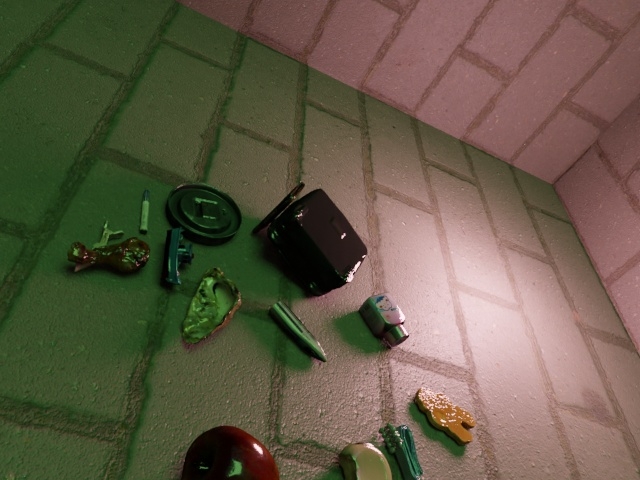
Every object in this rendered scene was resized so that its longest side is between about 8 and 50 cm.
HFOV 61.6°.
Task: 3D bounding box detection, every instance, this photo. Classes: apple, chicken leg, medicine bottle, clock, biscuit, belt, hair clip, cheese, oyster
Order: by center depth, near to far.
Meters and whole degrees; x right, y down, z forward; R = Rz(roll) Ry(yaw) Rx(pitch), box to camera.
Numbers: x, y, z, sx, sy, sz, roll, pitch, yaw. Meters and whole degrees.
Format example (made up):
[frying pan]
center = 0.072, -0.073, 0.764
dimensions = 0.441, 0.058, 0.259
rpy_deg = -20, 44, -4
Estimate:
[apple]
center = -0.215, 0.561, 1.268
dimensions = 0.234, 0.234, 0.233
rpy_deg = 20, 40, -18
[cheese]
center = 0.124, 0.702, 1.468
dimensions = 0.163, 0.082, 0.286
rpy_deg = 20, 40, -17
[chicken leg]
center = -0.624, 0.043, 1.598
dimensions = 0.252, 0.087, 0.107
rpy_deg = 4, 48, -44
[belt]
center = 0.253, 0.651, 1.637
dimensions = 0.100, 0.065, 0.179
rpy_deg = 19, 38, -36
[hair clip]
center = -0.675, 0.028, 1.639
dimensions = 0.072, 0.034, 0.225
rpy_deg = 28, 39, -13
[oyster]
center = -0.345, 0.211, 1.660
dimensions = 0.166, 0.094, 0.294
rpy_deg = 20, 46, 11
[biscuit]
center = 0.426, 0.597, 1.846
dimensions = 0.236, 0.040, 0.144
rpy_deg = 34, 30, 2
[clock]
center = -0.421, -0.098, 1.946
dimensions = 0.281, 0.055, 0.280
rpy_deg = 21, 39, -18
[medicine bottle]
center = 0.244, 0.295, 1.985
dimensions = 0.119, 0.094, 0.188
rpy_deg = -9, 54, -40

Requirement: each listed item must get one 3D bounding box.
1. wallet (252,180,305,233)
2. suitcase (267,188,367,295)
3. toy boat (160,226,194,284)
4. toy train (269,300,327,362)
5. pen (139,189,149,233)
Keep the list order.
[wallet]
center = -0.159, -0.112, 1.995
dimensions = 0.031, 0.255, 0.137
rpy_deg = 45, 37, -4
[suitcase]
center = 0.000, 0.000, 1.997
dimensions = 0.345, 0.188, 0.339
rpy_deg = 51, 35, -6
[toy boat]
center = -0.455, 0.054, 1.722
dimensions = 0.097, 0.100, 0.223
rpy_deg = 5, 46, -14
[toy train]
center = -0.072, 0.310, 1.767
dimensions = 0.252, 0.055, 0.048
rpy_deg = 47, 39, 16
[pen]
center = -0.601, -0.100, 1.840
dimensions = 0.025, 0.025, 0.204
rpy_deg = 13, 42, -26
